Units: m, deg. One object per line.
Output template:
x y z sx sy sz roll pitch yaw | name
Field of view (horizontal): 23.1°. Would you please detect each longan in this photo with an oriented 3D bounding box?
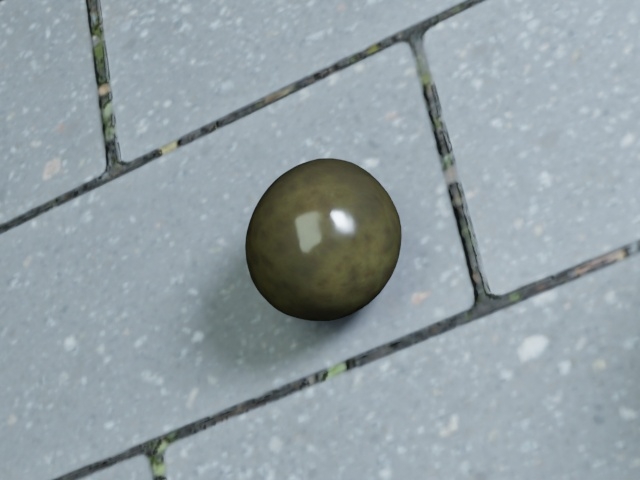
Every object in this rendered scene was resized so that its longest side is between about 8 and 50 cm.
0.000 0.000 0.994 0.106 0.106 0.119 -65 12 -11 | longan
